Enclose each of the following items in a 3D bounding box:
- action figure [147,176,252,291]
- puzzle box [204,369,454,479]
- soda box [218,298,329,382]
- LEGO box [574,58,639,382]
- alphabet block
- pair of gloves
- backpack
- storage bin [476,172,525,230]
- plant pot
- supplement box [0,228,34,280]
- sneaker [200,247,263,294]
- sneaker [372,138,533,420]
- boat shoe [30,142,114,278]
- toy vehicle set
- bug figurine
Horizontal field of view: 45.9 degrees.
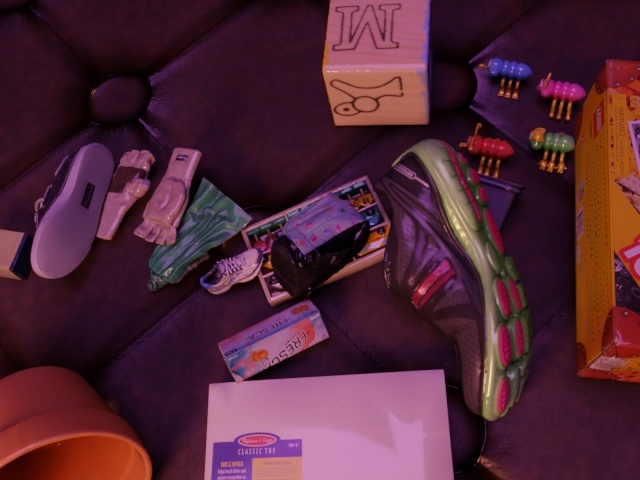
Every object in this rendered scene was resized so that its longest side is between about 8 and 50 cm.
[{"bbox_3d":[-0.253,0.006,1.456,0.137,0.063,0.232,39,83,23],"label":"action figure"},{"bbox_3d":[0.011,0.358,1.239,0.409,0.052,0.272,-4,63,8],"label":"puzzle box"},{"bbox_3d":[-0.081,0.173,1.319,0.183,0.058,0.063,-26,26,-11],"label":"soda box"},{"bbox_3d":[0.620,-0.018,1.209,0.373,0.193,0.499,6,65,4],"label":"LEGO box"},{"bbox_3d":[0.120,-0.354,1.498,0.197,0.192,0.193,2,62,10],"label":"alphabet block"},{"bbox_3d":[-0.346,-0.089,1.502,0.240,0.042,0.204,3,67,34],"label":"pair of gloves"},{"bbox_3d":[0.001,0.001,1.328,0.182,0.152,0.115,-36,72,-21],"label":"backpack"},{"bbox_3d":[0.294,-0.075,1.389,0.135,0.098,0.091,20,97,18],"label":"storage bin"},{"bbox_3d":[-0.442,0.341,1.219,0.291,0.290,0.203,-33,47,-7],"label":"plant pot"},{"bbox_3d":[-0.625,0.028,1.516,0.083,0.056,0.083,8,66,14],"label":"supplement box"},{"bbox_3d":[-0.165,0.056,1.394,0.135,0.058,0.052,-35,60,17],"label":"sneaker"},{"bbox_3d":[0.219,0.070,1.289,0.202,0.185,0.482,-26,68,30],"label":"sneaker"},{"bbox_3d":[-0.511,-0.060,1.499,0.105,0.113,0.306,-9,59,33],"label":"boat shoe"},{"bbox_3d":[0.000,0.000,1.427,0.267,0.035,0.166,-24,62,-2],"label":"toy vehicle set"},{"bbox_3d":[0.394,-0.248,1.460,0.216,0.072,0.278,11,66,15],"label":"bug figurine"}]
